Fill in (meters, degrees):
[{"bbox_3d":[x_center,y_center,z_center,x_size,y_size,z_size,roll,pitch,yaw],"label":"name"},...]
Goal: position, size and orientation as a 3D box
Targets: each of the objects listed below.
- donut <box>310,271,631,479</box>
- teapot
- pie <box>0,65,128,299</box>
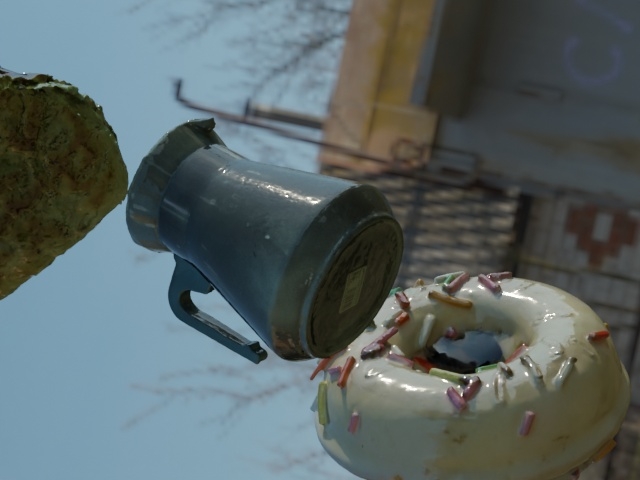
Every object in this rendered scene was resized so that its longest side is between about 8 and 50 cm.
[{"bbox_3d":[0.174,0.157,1.905,0.382,0.383,0.142,-60,-34,-59],"label":"donut"},{"bbox_3d":[-0.058,0.008,1.478,0.171,0.225,0.203,-18,-50,-52],"label":"teapot"},{"bbox_3d":[-0.498,-0.088,2.250,0.395,0.418,0.180,-46,31,15],"label":"pie"}]
